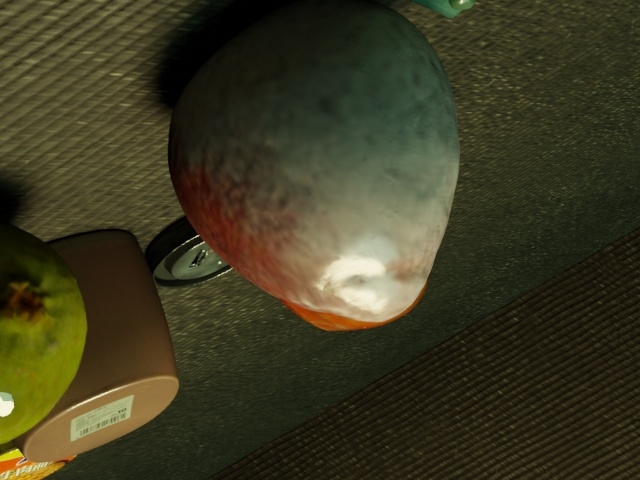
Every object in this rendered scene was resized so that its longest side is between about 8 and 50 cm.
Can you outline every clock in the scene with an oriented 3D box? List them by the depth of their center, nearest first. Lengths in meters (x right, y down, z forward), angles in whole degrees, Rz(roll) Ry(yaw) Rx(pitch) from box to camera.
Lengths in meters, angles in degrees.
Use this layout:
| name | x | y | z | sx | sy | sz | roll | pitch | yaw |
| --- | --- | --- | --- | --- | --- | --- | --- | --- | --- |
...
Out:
| name | x | y | z | sx | sy | sz | roll | pitch | yaw |
| --- | --- | --- | --- | --- | --- | --- | --- | --- | --- |
| clock | -0.169 | 0.008 | 1.559 | 0.184 | 0.040 | 0.184 | -25 | 160 | -9 |

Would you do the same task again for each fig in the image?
| name | x | y | z | sx | sy | sz | roll | pitch | yaw |
| --- | --- | --- | --- | --- | --- | --- | --- | --- | --- |
| fig | -0.424 | 0.120 | 1.177 | 0.326 | 0.258 | 0.258 | -24 | 165 | 26 |

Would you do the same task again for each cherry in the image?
| name | x | y | z | sx | sy | sz | roll | pitch | yaw |
| --- | --- | --- | --- | --- | --- | --- | --- | --- | --- |
| cherry | 0.009 | -0.097 | 1.141 | 0.326 | 0.335 | 0.291 | -53 | 142 | 1 |

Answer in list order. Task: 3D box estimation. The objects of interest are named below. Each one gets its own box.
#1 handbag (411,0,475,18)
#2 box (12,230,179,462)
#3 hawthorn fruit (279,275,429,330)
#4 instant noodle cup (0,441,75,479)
| name | x | y | z | sx | sy | sz | roll | pitch | yaw |
| --- | --- | --- | --- | --- | --- | --- | --- | --- | --- |
| handbag | 0.172 | -0.336 | 1.052 | 0.268 | 0.100 | 0.274 | -38 | 158 | 24 |
| box | -0.336 | 0.155 | 1.446 | 0.301 | 0.216 | 0.301 | -25 | 163 | -8 |
| hawthorn fruit | 0.000 | 0.000 | 1.452 | 0.300 | 0.254 | 0.254 | 8 | 141 | -44 |
| instant noodle cup | -0.483 | 0.269 | 1.592 | 0.213 | 0.174 | 0.213 | -25 | 160 | -10 |
